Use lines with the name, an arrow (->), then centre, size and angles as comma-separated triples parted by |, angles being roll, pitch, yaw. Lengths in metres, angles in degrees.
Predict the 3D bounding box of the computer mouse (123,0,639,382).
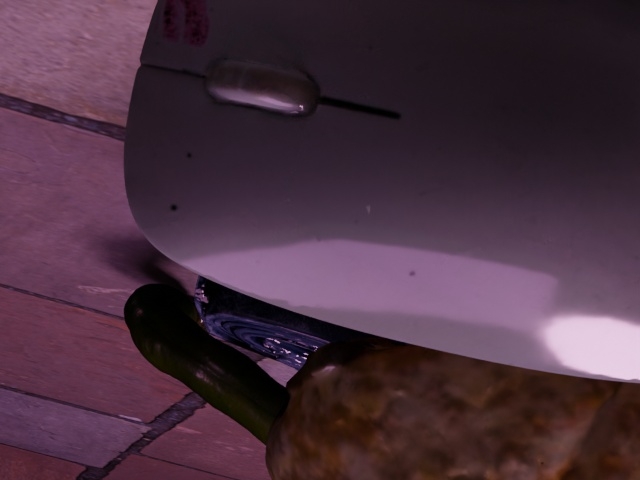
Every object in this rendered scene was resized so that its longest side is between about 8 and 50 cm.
computer mouse -> 0.072, -0.032, 0.677 | 0.288, 0.159, 0.097 | 15, 179, -14

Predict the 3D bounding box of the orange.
orange -> 0.154, 0.149, 0.982 | 0.369, 0.210, 0.271 | -7, 165, -26

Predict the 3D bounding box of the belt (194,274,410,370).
belt -> 0.005, 0.052, 1.163 | 0.141, 0.082, 0.190 | 2, 162, 47

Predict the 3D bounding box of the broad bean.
broad bean -> -0.066, 0.090, 1.256 | 0.144, 0.049, 0.292 | 23, -172, -31
